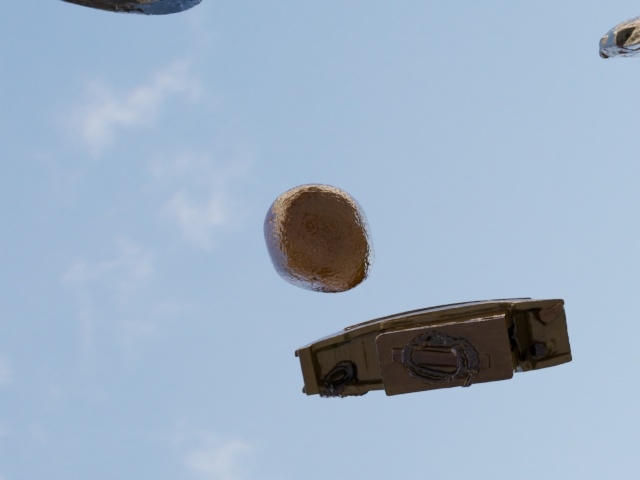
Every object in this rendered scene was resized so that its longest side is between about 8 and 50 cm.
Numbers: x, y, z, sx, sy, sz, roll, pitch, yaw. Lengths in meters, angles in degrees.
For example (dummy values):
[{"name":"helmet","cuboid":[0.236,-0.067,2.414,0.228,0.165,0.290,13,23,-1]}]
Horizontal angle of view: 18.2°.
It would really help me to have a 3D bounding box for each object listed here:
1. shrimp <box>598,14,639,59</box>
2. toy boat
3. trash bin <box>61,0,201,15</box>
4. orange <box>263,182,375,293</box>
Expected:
[{"name":"shrimp","cuboid":[0.211,-0.107,0.952,0.161,0.091,0.034,-13,-82,18]},{"name":"toy boat","cuboid":[0.079,0.080,1.432,0.200,0.077,0.057,-9,-82,16]},{"name":"trash bin","cuboid":[-0.111,-0.214,0.933,0.175,0.175,0.161,20,-102,-16]},{"name":"orange","cuboid":[0.000,0.000,1.374,0.085,0.085,0.085,3,-100,-20]}]
